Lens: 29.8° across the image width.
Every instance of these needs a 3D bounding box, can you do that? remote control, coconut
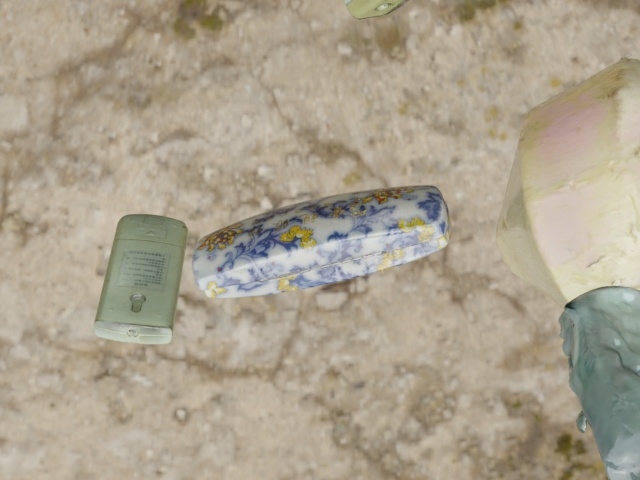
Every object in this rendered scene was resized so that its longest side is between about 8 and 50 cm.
[{"bbox_3d":[-0.228,0.046,1.557,0.098,0.233,0.038,6,126,-4],"label":"remote control"},{"bbox_3d":[0.250,-0.040,1.025,0.237,0.237,0.197,-27,102,15],"label":"coconut"}]

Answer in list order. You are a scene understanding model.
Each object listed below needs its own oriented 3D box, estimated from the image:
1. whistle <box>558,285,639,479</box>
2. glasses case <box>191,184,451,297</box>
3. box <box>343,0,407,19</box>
[{"bbox_3d":[0.218,0.150,0.549,0.189,0.348,0.189,-13,129,-17],"label":"whistle"},{"bbox_3d":[0.000,0.000,1.137,0.248,0.087,0.065,-14,121,9],"label":"glasses case"},{"bbox_3d":[0.062,-0.297,0.859,0.270,0.045,0.211,-28,88,59],"label":"box"}]
